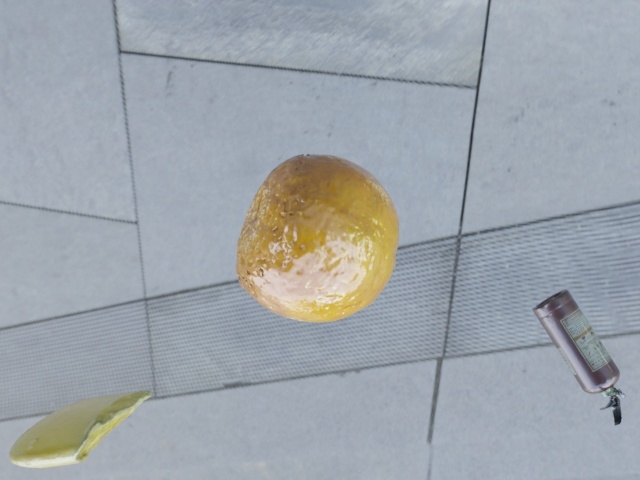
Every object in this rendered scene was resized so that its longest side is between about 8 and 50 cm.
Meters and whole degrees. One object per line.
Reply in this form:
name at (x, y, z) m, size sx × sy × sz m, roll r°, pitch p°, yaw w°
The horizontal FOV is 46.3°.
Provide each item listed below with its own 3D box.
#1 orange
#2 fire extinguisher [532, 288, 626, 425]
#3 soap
orange at (0.000, 0.000, 1.470) m, size 0.293 × 0.340 × 0.340 m, roll 22°, pitch 124°, yaw -17°
fire extinguisher at (0.447, 0.201, 1.273) m, size 0.071 × 0.099 × 0.231 m, roll -36°, pitch 79°, yaw 34°
soap at (-0.662, 0.517, 2.040) m, size 0.427 × 0.306 × 0.115 m, roll -15°, pitch 107°, yaw 39°
